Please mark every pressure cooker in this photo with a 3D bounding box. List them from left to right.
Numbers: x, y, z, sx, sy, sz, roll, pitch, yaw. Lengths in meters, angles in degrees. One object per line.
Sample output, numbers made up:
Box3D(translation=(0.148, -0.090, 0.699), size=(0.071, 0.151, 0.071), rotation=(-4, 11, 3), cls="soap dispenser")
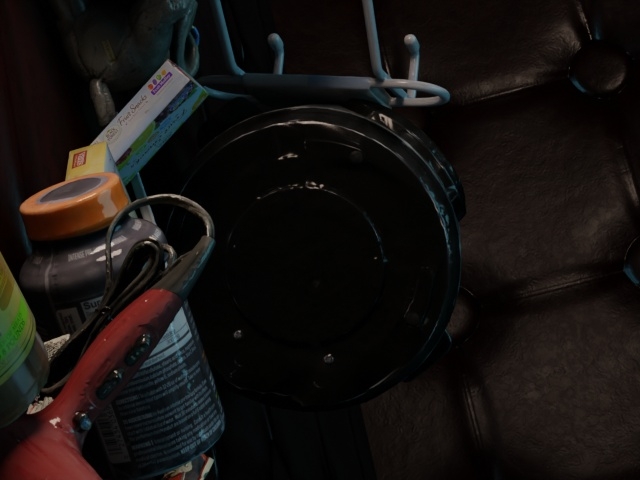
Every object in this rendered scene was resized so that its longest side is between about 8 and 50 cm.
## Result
Box3D(translation=(-0.006, 0.002, 1.908), size=(0.420, 0.376, 0.369), rotation=(-47, 140, -83), cls="pressure cooker")

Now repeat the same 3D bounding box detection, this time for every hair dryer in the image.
Box3D(translation=(-0.162, 0.096, 0.958), size=(0.080, 0.224, 0.293), rotation=(38, 23, -36), cls="hair dryer")

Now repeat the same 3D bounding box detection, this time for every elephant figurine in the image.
Box3D(translation=(-0.193, -0.248, 1.663), size=(0.169, 0.186, 0.239), rotation=(49, 11, 3), cls="elephant figurine")

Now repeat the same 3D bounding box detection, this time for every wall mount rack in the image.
Box3D(translation=(-0.011, -0.255, 1.941), size=(0.304, 0.350, 0.130), rotation=(33, 62, -70), cls="wall mount rack")

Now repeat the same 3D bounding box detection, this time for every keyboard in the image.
Box3D(translation=(-0.192, -0.037, 1.662), size=(0.072, 0.014, 0.256), rotation=(73, -5, -48), cls="keyboard")

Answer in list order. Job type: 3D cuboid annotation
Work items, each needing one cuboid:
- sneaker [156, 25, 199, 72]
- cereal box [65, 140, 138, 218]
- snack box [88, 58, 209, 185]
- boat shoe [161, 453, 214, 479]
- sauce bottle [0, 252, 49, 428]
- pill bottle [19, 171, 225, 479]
Box3D(translation=(-0.200, -0.269, 2.034), size=(0.185, 0.084, 0.069), rotation=(-90, 164, -65), cls="sneaker")
Box3D(translation=(-0.197, 0.042, 1.511), size=(0.173, 0.047, 0.240), rotation=(-98, 170, -59), cls="cereal box")
Box3D(translation=(-0.186, -0.121, 1.593), size=(0.037, 0.141, 0.100), rotation=(43, 3, 6), cls="snack box")
Box3D(translation=(-0.144, 0.247, 1.553), size=(0.043, 0.049, 0.137), rotation=(33, 13, -2), cls="boat shoe")
Box3D(translation=(-0.262, -0.032, 0.842), size=(0.111, 0.111, 0.344), rotation=(-97, 169, -52), cls="sauce bottle")
Box3D(translation=(-0.174, 0.069, 1.276), size=(0.130, 0.131, 0.245), rotation=(-85, 160, -72), cls="pill bottle")
